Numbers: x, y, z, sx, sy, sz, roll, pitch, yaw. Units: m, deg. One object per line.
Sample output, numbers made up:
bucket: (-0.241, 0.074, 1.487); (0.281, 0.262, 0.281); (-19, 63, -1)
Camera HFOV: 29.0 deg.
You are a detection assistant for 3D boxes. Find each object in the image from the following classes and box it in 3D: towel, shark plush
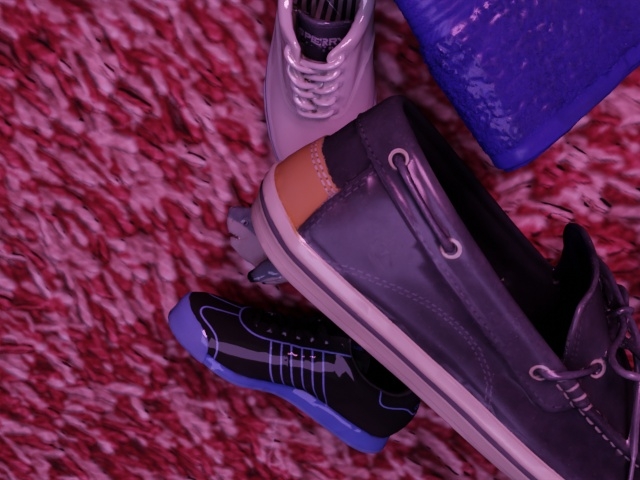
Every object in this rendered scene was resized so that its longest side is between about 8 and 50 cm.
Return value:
towel: (0.126, -0.232, 0.854); (0.227, 0.076, 0.308); (-39, 106, -8)
shark plush: (0.000, 0.000, 1.043); (0.161, 0.073, 0.067); (-4, 86, 19)

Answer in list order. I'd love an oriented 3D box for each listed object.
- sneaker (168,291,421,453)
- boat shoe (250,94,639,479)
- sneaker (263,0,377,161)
sneaker: (-0.015, 0.095, 1.082); (0.232, 0.081, 0.090); (30, 116, -11)
boat shoe: (0.175, 0.078, 0.959); (0.500, 0.187, 0.156); (40, 111, -15)
sneaker: (-0.004, -0.144, 0.946); (0.094, 0.091, 0.258); (6, 118, 9)
